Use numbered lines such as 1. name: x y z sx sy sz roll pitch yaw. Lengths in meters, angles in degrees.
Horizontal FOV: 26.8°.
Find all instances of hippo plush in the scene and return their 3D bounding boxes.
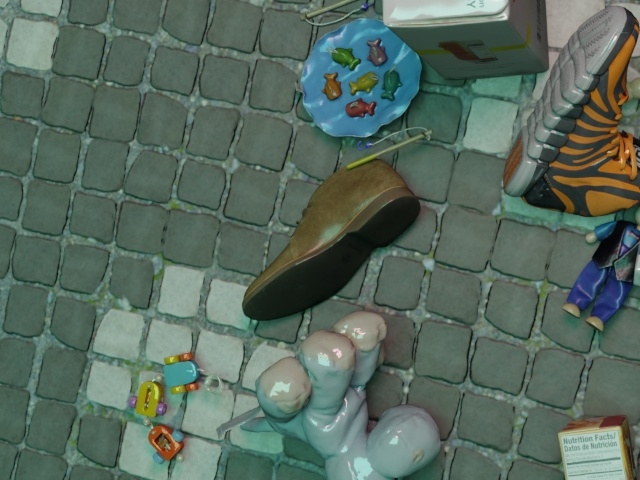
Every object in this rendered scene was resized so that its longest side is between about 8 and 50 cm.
1. hippo plush: 0.028 0.265 1.859 0.294 0.234 0.237 -41 77 10

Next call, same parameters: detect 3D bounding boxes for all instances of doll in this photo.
1. doll: 0.416 0.033 1.858 0.129 0.046 0.189 31 89 23

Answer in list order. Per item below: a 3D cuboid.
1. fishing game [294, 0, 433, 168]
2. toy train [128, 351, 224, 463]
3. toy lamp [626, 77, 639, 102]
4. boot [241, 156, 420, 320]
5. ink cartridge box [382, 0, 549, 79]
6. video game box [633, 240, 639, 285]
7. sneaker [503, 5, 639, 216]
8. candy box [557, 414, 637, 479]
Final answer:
1. fishing game: 0.052 -0.241 1.960 0.189 0.041 0.264 -18 72 15
2. toy train: -0.215 0.248 2.029 0.125 0.046 0.166 39 101 13
3. toy lamp: 0.458 -0.211 1.845 0.274 0.080 0.080 -13 84 17
4. boot: 0.000 0.000 1.966 0.305 0.112 0.115 -39 55 10
5. ink cartridge box: 0.195 -0.382 1.766 0.160 0.384 0.279 -2 86 16
6. video game box: 0.525 -0.022 1.786 0.187 0.048 0.205 9 61 14
7. sneaker: 0.383 -0.160 1.787 0.180 0.125 0.321 19 135 -7
8. candy box: 0.386 0.398 1.777 0.087 0.183 0.317 -10 85 14
